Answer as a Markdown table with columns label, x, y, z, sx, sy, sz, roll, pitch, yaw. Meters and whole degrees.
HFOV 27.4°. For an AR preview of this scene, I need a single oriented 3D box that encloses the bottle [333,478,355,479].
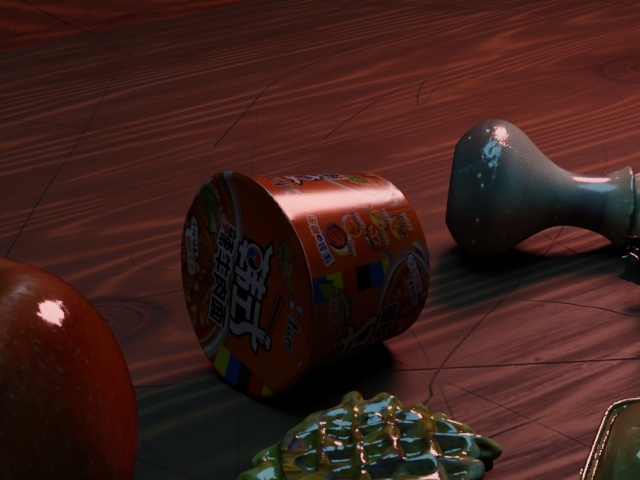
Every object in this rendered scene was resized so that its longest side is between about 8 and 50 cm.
| label | x | y | z | sx | sy | sz | roll | pitch | yaw |
| --- | --- | --- | --- | --- | --- | --- | --- | --- | --- |
| bottle | 0.031 | 0.276 | 1.003 | 0.120 | 0.120 | 0.253 | -9 | 23 | -6 |

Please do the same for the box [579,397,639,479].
| label | x | y | z | sx | sy | sz | roll | pitch | yaw |
| --- | --- | --- | --- | --- | --- | --- | --- | --- | --- |
| box | 0.290 | 0.198 | 1.146 | 0.111 | 0.111 | 0.177 | 3 | 24 | 21 |

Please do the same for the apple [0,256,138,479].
| label | x | y | z | sx | sy | sz | roll | pitch | yaw |
| --- | --- | --- | --- | --- | --- | --- | --- | --- | --- |
| apple | -0.329 | 0.167 | 1.145 | 0.348 | 0.277 | 0.348 | -5 | 23 | 2 |

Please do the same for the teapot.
| label | x | y | z | sx | sy | sz | roll | pitch | yaw |
| --- | --- | --- | --- | --- | --- | --- | --- | --- | --- |
| teapot | 0.291 | -0.056 | 1.694 | 0.250 | 0.184 | 0.183 | 9 | 24 | 4 |

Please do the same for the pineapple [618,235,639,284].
| label | x | y | z | sx | sy | sz | roll | pitch | yaw |
| --- | --- | --- | --- | --- | --- | --- | --- | --- | --- |
| pineapple | 0.456 | -0.005 | 1.601 | 0.125 | 0.125 | 0.251 | 14 | 35 | 39 |

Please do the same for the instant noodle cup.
| label | x | y | z | sx | sy | sz | roll | pitch | yaw |
| --- | --- | --- | --- | --- | --- | --- | --- | --- | --- |
| instant noodle cup | -0.013 | 0.034 | 1.464 | 0.192 | 0.250 | 0.250 | -12 | 22 | -37 |

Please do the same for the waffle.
| label | x | y | z | sx | sy | sz | roll | pitch | yaw |
| --- | --- | --- | --- | --- | --- | --- | --- | --- | --- |
| waffle | 0.051 | 0.208 | 1.244 | 0.204 | 0.054 | 0.223 | -25 | 28 | -39 |
